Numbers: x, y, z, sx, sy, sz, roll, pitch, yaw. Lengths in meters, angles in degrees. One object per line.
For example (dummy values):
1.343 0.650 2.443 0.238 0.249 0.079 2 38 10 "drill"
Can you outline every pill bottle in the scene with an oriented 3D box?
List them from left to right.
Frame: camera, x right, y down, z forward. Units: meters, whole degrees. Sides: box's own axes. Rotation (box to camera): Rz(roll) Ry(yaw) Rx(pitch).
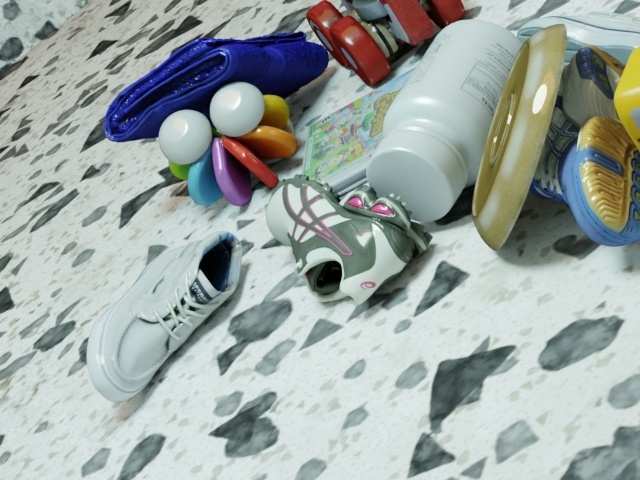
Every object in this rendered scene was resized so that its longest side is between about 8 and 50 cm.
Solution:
0.143 -0.131 1.751 0.131 0.131 0.229 -13 32 42 "pill bottle"

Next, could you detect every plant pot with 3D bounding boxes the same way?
0.193 -0.107 1.574 0.236 0.032 0.236 -164 90 -89 "plant pot"

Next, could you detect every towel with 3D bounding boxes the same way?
-0.144 -0.220 2.194 0.228 0.076 0.308 -28 -6 27 "towel"

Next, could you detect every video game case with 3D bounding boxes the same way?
0.061 -0.135 2.005 0.193 0.023 0.212 -28 25 19 "video game case"

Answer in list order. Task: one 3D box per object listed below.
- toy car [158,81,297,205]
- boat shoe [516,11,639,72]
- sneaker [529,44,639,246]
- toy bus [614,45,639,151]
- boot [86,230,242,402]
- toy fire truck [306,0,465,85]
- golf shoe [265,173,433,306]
-0.114 -0.112 2.089 0.182 0.159 0.136 -27 64 14 "toy car"
0.317 -0.213 1.752 0.076 0.083 0.226 -34 32 -23 "boat shoe"
0.262 -0.067 1.540 0.131 0.112 0.296 -48 17 30 "sneaker"
0.437 -0.145 1.375 0.333 0.130 0.108 -15 31 40 "toy bus"
-0.176 0.077 1.845 0.123 0.095 0.258 -29 23 34 "boot"
0.048 -0.373 2.173 0.169 0.254 0.302 -38 23 -2 "toy fire truck"
0.000 0.000 1.748 0.120 0.105 0.273 -52 27 -16 "golf shoe"
